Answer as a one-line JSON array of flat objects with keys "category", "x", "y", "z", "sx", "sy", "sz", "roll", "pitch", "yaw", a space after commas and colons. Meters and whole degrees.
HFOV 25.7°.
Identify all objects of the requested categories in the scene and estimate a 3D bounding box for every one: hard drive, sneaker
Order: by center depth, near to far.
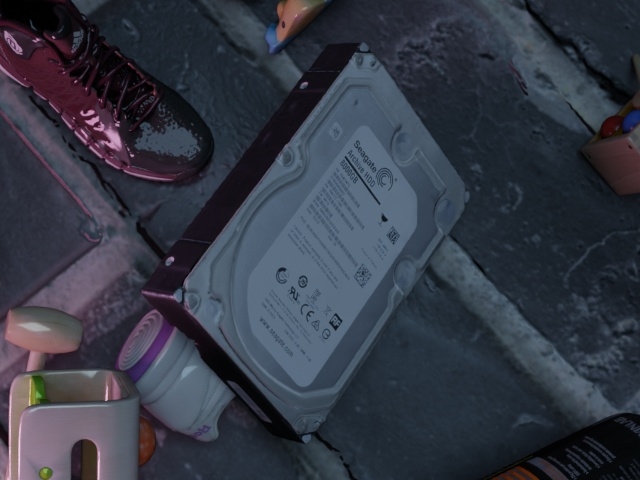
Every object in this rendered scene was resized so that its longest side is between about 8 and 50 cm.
[{"category": "hard drive", "x": 0.000, "y": 0.000, "z": 1.400, "sx": 0.339, "sy": 0.064, "sz": 0.237, "roll": -54, "pitch": 126, "yaw": -25}, {"category": "sneaker", "x": -0.232, "y": -0.167, "z": 1.433, "sx": 0.281, "sy": 0.162, "sz": 0.106, "roll": 32, "pitch": 75, "yaw": 0}, {"category": "sneaker", "x": -0.082, "y": 0.068, "z": 1.451, "sx": 0.152, "sy": 0.114, "sz": 0.305, "roll": 44, "pitch": 70, "yaw": -23}]

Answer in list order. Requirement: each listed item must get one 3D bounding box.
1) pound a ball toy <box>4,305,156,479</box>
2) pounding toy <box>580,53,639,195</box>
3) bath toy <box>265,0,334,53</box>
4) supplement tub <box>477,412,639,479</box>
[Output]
[{"category": "pound a ball toy", "x": -0.231, "y": 0.236, "z": 1.347, "sx": 0.135, "sy": 0.208, "sz": 0.319, "roll": 0, "pitch": 99, "yaw": -16}, {"category": "pounding toy", "x": 0.363, "y": -0.135, "z": 1.540, "sx": 0.141, "sy": 0.130, "sz": 0.100, "roll": -44, "pitch": 99, "yaw": -14}, {"category": "bath toy", "x": -0.115, "y": -0.374, "z": 1.522, "sx": 0.129, "sy": 0.151, "sz": 0.348, "roll": -41, "pitch": 86, "yaw": 29}, {"category": "supplement tub", "x": 0.215, "y": 0.312, "z": 1.368, "sx": 0.316, "sy": 0.193, "sz": 0.194, "roll": -22, "pitch": 82, "yaw": -17}]
